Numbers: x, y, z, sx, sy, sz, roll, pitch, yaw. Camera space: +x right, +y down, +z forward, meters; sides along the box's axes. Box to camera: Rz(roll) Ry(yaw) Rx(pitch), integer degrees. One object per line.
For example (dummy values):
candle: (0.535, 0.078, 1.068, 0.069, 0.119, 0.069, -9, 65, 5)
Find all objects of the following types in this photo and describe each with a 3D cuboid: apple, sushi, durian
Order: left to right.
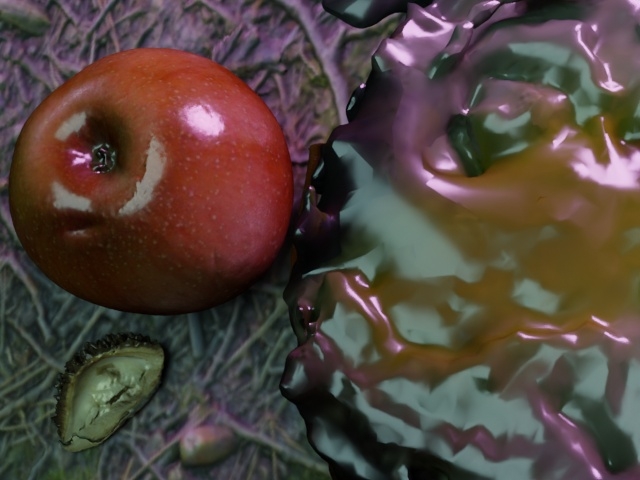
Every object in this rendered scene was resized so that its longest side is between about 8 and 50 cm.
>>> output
durian: (-0.174, 0.113, 0.833, 0.066, 0.052, 0.130, 42, 108, -14)
apple: (-0.124, -0.041, 0.755, 0.201, 0.162, 0.201, -5, 79, 27)
sushi: (0.131, 0.037, 0.527, 0.281, 0.294, 0.300, 8, 65, 14)

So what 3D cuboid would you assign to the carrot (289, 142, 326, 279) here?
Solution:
carrot: (0.000, 0.000, 0.753, 0.048, 0.048, 0.139, 11, 88, 27)
